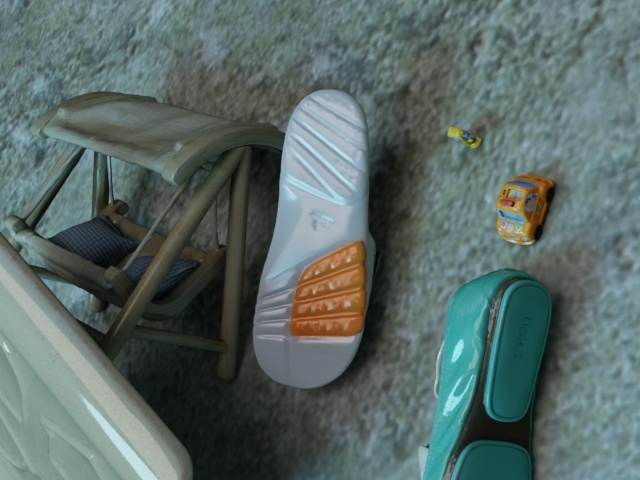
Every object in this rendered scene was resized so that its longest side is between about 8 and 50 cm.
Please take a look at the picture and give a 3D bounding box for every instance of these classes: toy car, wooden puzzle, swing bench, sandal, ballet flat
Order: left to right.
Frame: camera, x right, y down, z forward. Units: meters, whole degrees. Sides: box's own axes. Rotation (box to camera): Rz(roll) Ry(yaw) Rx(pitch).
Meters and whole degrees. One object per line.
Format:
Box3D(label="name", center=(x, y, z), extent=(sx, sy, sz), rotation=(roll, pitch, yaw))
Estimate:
Box3D(label="wooden puzzle", center=(-0.233, 0.174, 0.870), extent=(0.322, 0.080, 0.348), rotation=(44, 139, 19))
Box3D(label="swing bench", center=(-0.184, -0.025, 0.962), extent=(0.253, 0.165, 0.254), rotation=(18, 90, 43))
Box3D(label="sandal", center=(0.010, 0.001, 0.850), extent=(0.102, 0.076, 0.265), rotation=(11, 97, 19))
Box3D(label="ballet flat", center=(0.118, 0.143, 0.733), extent=(0.087, 0.083, 0.247), rotation=(0, 76, 64))
Box3D(label="toy car", center=(0.135, -0.047, 0.784), extent=(0.122, 0.040, 0.060), rotation=(40, 104, 39))
